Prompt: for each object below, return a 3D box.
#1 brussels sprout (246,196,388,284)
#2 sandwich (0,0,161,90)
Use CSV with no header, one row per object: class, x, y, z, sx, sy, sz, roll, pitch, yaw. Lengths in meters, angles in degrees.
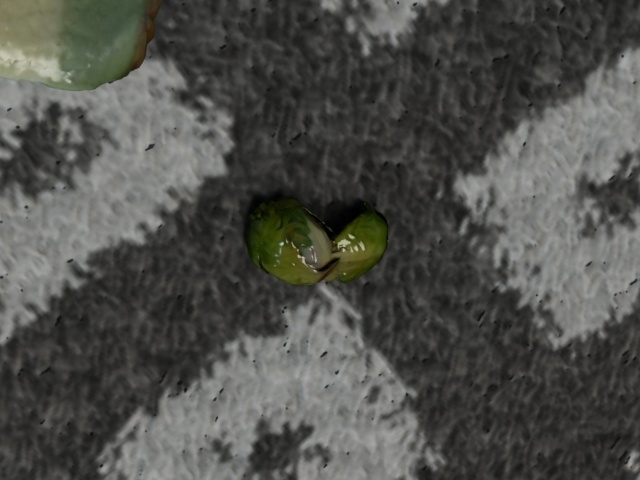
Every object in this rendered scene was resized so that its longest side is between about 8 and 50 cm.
brussels sprout,0.001,0.001,1.055,0.083,0.046,0.051,1,71,-22
sandwich,-0.123,-0.180,0.828,0.108,0.220,0.186,7,110,-22
